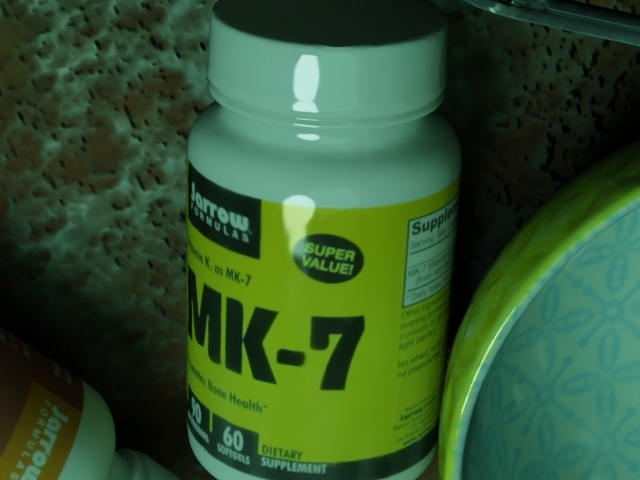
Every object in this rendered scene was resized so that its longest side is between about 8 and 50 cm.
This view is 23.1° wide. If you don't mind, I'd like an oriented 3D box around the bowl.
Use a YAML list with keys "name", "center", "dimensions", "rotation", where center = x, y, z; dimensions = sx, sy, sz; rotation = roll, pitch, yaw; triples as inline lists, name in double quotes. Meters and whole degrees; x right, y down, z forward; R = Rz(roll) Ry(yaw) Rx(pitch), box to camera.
- name: "bowl"
  center: [0.182, 0.059, 0.721]
  dimensions: [0.289, 0.156, 0.290]
  rotation: [-4, 115, -8]

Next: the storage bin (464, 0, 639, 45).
- name: "storage bin"
  center: [0.101, -0.141, 0.601]
  dimensions: [0.122, 0.180, 0.084]
  rotation: [10, 112, -14]

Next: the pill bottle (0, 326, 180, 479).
- name: "pill bottle"
  center: [-0.172, 0.092, 0.699]
  dimensions: [0.216, 0.121, 0.121]
  rotation: [36, 105, -22]

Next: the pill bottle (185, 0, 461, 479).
- name: "pill bottle"
  center: [0.000, 0.000, 0.685]
  dimensions: [0.119, 0.119, 0.209]
  rotation: [-2, 115, -8]
